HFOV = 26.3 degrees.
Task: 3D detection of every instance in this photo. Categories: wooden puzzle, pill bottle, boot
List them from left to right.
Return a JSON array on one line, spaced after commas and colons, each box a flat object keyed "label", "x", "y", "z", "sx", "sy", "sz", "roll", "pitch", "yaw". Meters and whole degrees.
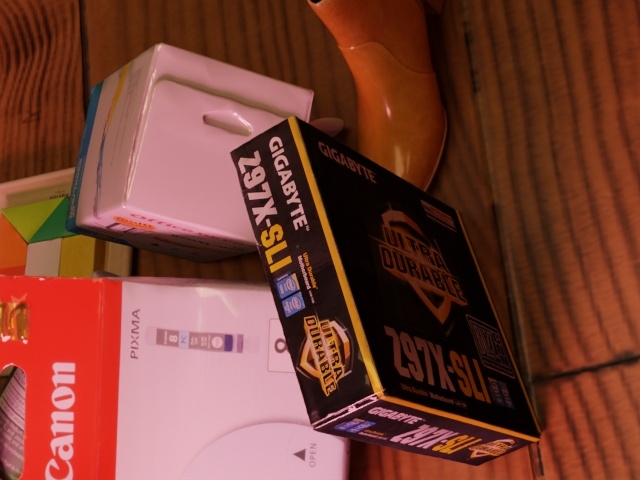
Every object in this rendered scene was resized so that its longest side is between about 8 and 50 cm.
[{"label": "wooden puzzle", "x": -0.315, "y": 0.032, "z": 1.614, "sx": 0.221, "sy": 0.044, "sz": 0.239, "roll": -10, "pitch": 72, "yaw": 28}, {"label": "pill bottle", "x": -0.262, "y": 0.200, "z": 1.456, "sx": 0.176, "sy": 0.176, "sz": 0.319, "roll": 33, "pitch": 94, "yaw": 33}, {"label": "boot", "x": 0.045, "y": -0.187, "z": 1.366, "sx": 0.104, "sy": 0.211, "sz": 0.295, "roll": 1, "pitch": 77, "yaw": 31}]

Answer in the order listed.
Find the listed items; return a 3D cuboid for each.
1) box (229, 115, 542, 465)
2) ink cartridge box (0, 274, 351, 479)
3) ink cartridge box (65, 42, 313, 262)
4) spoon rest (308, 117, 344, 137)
[{"label": "box", "x": 0.066, "y": 0.057, "z": 1.219, "sx": 0.079, "sy": 0.322, "sz": 0.257, "roll": -27, "pitch": 64, "yaw": 23}, {"label": "ink cartridge box", "x": -0.162, "y": 0.190, "z": 1.319, "sx": 0.384, "sy": 0.091, "sz": 0.308, "roll": 2, "pitch": 93, "yaw": 1}, {"label": "ink cartridge box", "x": -0.141, "y": -0.081, "z": 1.410, "sx": 0.232, "sy": 0.171, "sz": 0.168, "roll": -12, "pitch": 65, "yaw": 66}, {"label": "spoon rest", "x": 0.000, "y": 0.000, "z": 1.408, "sx": 0.137, "sy": 0.084, "sz": 0.276, "roll": -30, "pitch": 60, "yaw": 39}]
